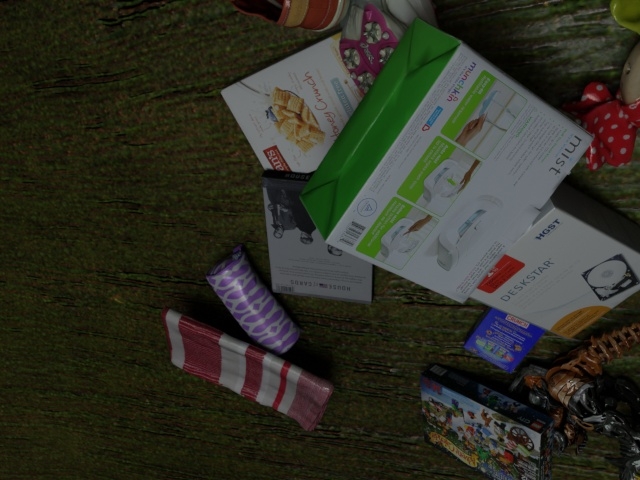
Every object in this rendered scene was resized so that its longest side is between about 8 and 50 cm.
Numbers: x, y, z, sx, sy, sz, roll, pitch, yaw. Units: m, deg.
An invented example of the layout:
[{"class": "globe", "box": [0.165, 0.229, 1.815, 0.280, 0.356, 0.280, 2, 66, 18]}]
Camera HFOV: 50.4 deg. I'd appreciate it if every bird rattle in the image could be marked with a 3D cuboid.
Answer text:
[{"class": "bird rattle", "box": [0.425, -0.193, 0.816, 0.207, 0.143, 0.253, 5, 124, -1]}]

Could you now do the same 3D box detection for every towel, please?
[{"class": "towel", "box": [-0.141, 0.244, 1.262, 0.329, 0.037, 0.237, 24, 149, 6]}]

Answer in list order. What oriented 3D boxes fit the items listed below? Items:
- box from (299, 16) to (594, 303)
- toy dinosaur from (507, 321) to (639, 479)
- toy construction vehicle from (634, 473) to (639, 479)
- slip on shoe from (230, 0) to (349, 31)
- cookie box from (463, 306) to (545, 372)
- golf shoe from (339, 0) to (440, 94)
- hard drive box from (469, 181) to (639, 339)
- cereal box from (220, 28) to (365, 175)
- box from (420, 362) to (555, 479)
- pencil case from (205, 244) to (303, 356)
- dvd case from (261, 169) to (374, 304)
[{"class": "box", "box": [0.148, -0.085, 0.819, 0.231, 0.127, 0.262, 23, 111, -29]}, {"class": "toy dinosaur", "box": [0.417, 0.253, 1.063, 0.218, 0.164, 0.322, 36, 148, 17]}, {"class": "toy construction vehicle", "box": [0.567, 0.454, 1.182, 0.098, 0.035, 0.086, 29, 124, 2]}, {"class": "slip on shoe", "box": [-0.107, -0.363, 0.872, 0.331, 0.101, 0.123, 40, 132, 28]}, {"class": "cookie box", "box": [0.299, 0.149, 1.102, 0.092, 0.040, 0.107, 29, 124, 3]}, {"class": "golf shoe", "box": [0.067, -0.330, 0.883, 0.115, 0.140, 0.306, -23, 88, 56]}, {"class": "hard drive box", "box": [0.319, 0.025, 0.939, 0.232, 0.089, 0.181, 22, 128, -26]}, {"class": "cereal box", "box": [-0.008, -0.197, 1.011, 0.240, 0.047, 0.173, -19, 112, 28]}, {"class": "box", "box": [0.275, 0.322, 1.146, 0.233, 0.044, 0.159, 20, 128, 43]}, {"class": "pencil case", "box": [-0.117, 0.110, 1.204, 0.086, 0.088, 0.206, -19, 111, 38]}, {"class": "dvd case", "box": [0.000, 0.000, 1.106, 0.179, 0.029, 0.238, 7, 130, 11]}]
